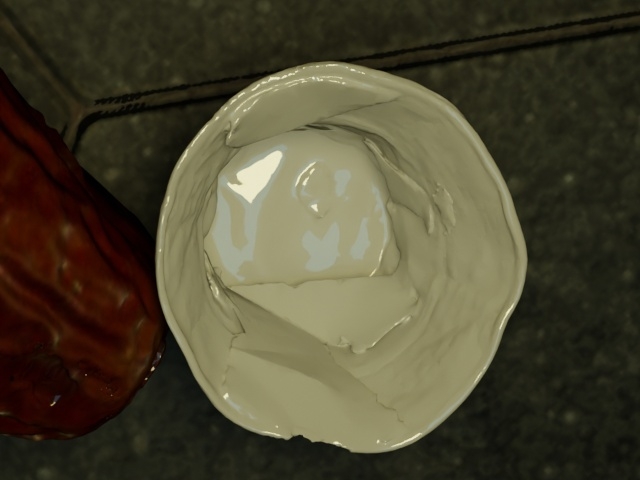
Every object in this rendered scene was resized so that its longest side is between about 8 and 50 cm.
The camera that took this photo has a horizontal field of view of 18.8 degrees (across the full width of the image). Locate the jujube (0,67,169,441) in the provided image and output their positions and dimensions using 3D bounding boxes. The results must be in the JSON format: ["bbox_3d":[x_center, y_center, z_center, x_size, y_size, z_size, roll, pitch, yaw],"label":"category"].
[{"bbox_3d":[-0.206,-0.005,0.939,0.290,0.197,0.197,32,94,-32],"label":"jujube"}]

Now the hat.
[{"bbox_3d":[0.000,0.000,1.014,0.203,0.126,0.203,-2,102,-11],"label":"hat"}]
